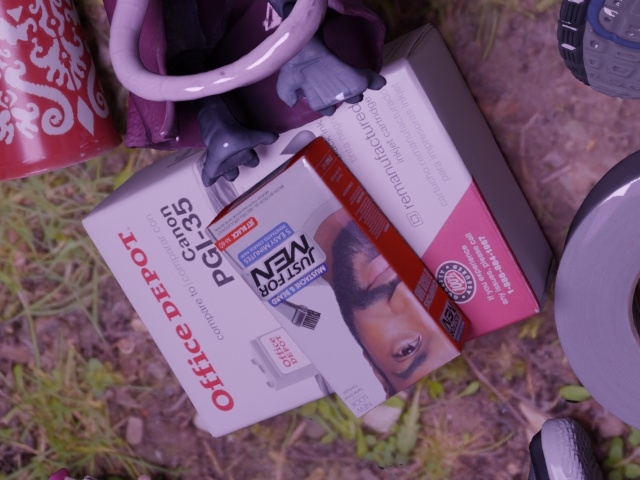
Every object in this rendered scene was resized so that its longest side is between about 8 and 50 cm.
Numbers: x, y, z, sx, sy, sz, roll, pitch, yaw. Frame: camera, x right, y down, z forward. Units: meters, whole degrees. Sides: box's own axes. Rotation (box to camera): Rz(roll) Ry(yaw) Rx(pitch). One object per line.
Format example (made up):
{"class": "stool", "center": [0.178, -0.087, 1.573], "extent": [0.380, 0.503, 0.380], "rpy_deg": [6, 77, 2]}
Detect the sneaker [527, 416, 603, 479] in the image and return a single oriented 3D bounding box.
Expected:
{"class": "sneaker", "center": [0.152, 0.265, 1.017], "extent": [0.153, 0.101, 0.268], "rpy_deg": [-3, 113, 15]}

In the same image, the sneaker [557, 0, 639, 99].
{"class": "sneaker", "center": [0.235, -0.218, 0.800], "extent": [0.111, 0.129, 0.297], "rpy_deg": [21, 134, 5]}

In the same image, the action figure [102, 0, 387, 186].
{"class": "action figure", "center": [-0.107, -0.226, 0.797], "extent": [0.248, 0.276, 0.370], "rpy_deg": [-20, 84, 17]}

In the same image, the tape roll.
{"class": "tape roll", "center": [0.279, 0.036, 0.905], "extent": [0.219, 0.072, 0.219], "rpy_deg": [6, 113, 15]}

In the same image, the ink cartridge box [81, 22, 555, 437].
{"class": "ink cartridge box", "center": [0.000, 0.000, 0.947], "extent": [0.283, 0.117, 0.207], "rpy_deg": [-25, 103, 23]}

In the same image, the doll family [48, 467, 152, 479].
{"class": "doll family", "center": [-0.171, 0.323, 1.147], "extent": [0.163, 0.118, 0.263], "rpy_deg": [16, 97, 16]}

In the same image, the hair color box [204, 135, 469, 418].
{"class": "hair color box", "center": [0.012, 0.026, 0.858], "extent": [0.093, 0.053, 0.167], "rpy_deg": [-36, 99, 23]}

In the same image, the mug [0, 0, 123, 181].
{"class": "mug", "center": [-0.244, -0.138, 0.971], "extent": [0.150, 0.113, 0.169], "rpy_deg": [-8, 105, 17]}
